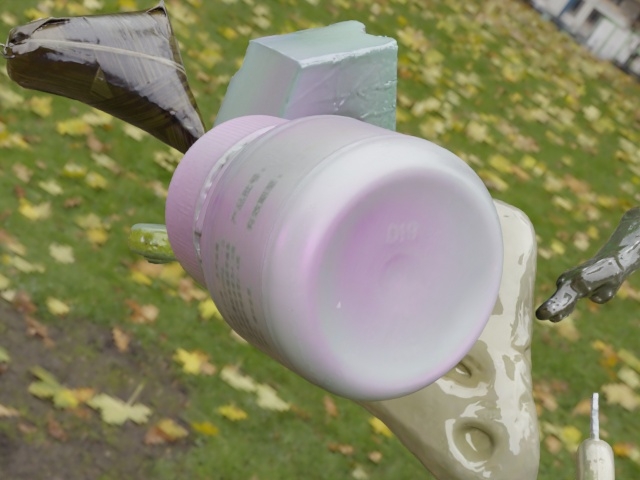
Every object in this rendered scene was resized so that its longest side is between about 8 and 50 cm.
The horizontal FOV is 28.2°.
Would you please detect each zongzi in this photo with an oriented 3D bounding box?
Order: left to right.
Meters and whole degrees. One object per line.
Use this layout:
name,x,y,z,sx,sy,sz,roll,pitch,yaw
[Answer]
zongzi,-0.270,-0.180,1.611,0.248,0.111,0.241,-11,67,-31

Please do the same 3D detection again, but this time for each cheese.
cheese,0.195,0.125,1.609,0.351,0.328,0.129,40,-8,16
cheese,0.469,0.376,2.182,0.064,0.227,0.137,0,-11,5

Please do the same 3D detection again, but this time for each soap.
soap,-0.021,-0.090,1.949,0.261,0.446,0.156,-16,32,-28

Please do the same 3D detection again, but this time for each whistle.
whistle,-0.211,0.007,1.855,0.104,0.057,0.198,9,1,13

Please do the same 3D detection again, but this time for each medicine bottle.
medicine bottle,0.000,0.000,1.289,0.256,0.256,0.325,28,-3,-32

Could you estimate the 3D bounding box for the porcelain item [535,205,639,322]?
porcelain item,0.343,0.038,1.552,0.081,0.216,0.069,-4,-64,56
